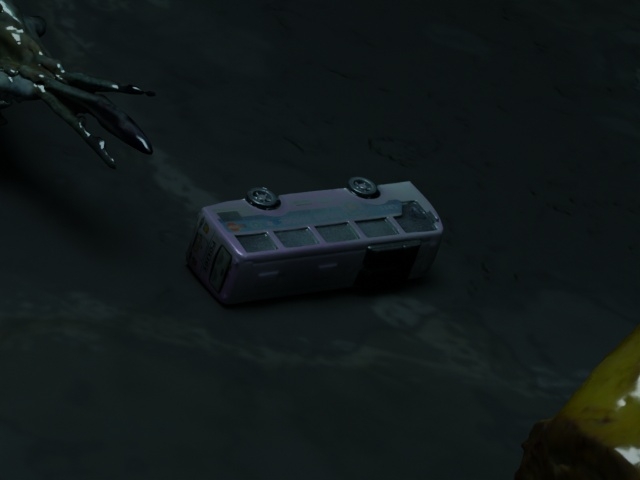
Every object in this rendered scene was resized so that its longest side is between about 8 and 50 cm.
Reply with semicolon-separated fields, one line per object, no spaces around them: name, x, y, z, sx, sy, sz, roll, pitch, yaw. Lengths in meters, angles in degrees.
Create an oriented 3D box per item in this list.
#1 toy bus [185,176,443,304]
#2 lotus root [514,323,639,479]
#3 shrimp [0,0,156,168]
toy bus;0.000;0.000;0.892;0.131;0.037;0.052;-7;40;-35
lotus root;0.220;0.102;0.704;0.291;0.193;0.193;6;32;-20
shrimp;-0.239;-0.121;0.892;0.372;0.137;0.172;31;68;36
